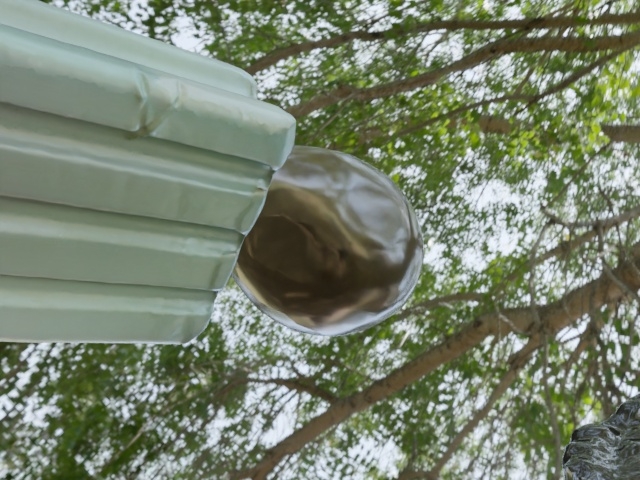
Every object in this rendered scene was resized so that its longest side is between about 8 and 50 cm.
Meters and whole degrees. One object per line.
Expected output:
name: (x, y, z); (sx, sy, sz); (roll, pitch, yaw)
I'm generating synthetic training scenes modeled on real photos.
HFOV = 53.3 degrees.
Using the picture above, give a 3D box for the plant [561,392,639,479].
plant: (0.293, 0.244, 0.431); (0.276, 0.188, 0.199); (70, -18, 0)

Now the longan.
longan: (0.000, 0.000, 1.177); (0.404, 0.404, 0.336); (38, -73, 5)

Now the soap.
soap: (-0.209, -0.044, 0.399); (0.115, 0.346, 0.208); (50, -59, 43)
